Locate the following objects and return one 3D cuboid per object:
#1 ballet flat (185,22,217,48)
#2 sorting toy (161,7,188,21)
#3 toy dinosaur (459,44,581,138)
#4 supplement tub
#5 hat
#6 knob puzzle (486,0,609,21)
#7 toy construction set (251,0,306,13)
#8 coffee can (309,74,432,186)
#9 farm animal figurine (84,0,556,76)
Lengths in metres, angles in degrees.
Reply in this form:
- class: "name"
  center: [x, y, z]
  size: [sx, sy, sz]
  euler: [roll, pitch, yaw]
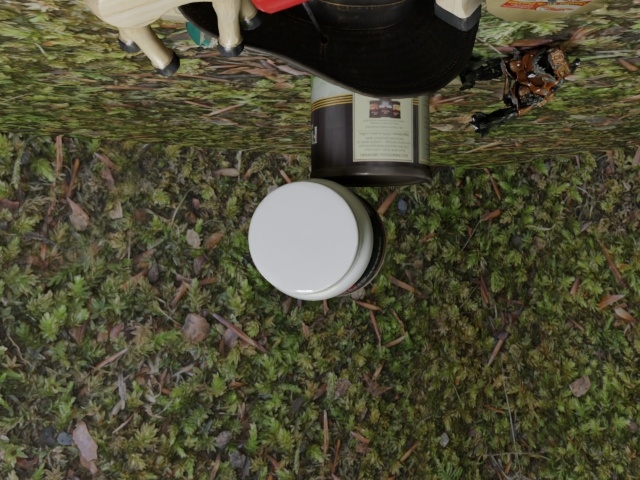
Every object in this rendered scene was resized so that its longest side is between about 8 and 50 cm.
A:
- class: "ballet flat"
  center: [-0.152, -0.345, 1.247]
  size: [0.077, 0.091, 0.241]
  euler: [-31, -171, -11]
- class: "sorting toy"
  center: [-0.099, -0.324, 1.059]
  size: [0.347, 0.047, 0.196]
  euler: [0, 152, -16]
- class: "toy dinosaur"
  center: [0.398, -0.299, 1.692]
  size: [0.218, 0.164, 0.322]
  euler: [-16, 156, 2]
- class: "supplement tub"
  center: [0.000, 0.000, 1.386]
  size: [0.191, 0.191, 0.272]
  euler: [-1, 178, 12]
- class: "hat"
  center: [0.017, -0.284, 0.743]
  size: [0.331, 0.332, 0.134]
  euler: [0, 147, -26]
- class: "knob puzzle"
  center: [0.331, -0.363, 1.259]
  size: [0.213, 0.030, 0.213]
  euler: [-1, 178, 0]
- class: "toy construction set"
  center: [0.052, -0.269, 0.328]
  size: [0.237, 0.309, 0.257]
  euler: [-8, -178, 37]
- class: "coffee can"
  center: [0.082, -0.233, 1.408]
  size: [0.201, 0.276, 0.201]
  euler: [0, 178, 0]
- class: "farm animal figurine"
  center: [0.013, -0.253, 0.550]
  size: [0.326, 0.330, 0.172]
  euler: [19, 161, 13]
